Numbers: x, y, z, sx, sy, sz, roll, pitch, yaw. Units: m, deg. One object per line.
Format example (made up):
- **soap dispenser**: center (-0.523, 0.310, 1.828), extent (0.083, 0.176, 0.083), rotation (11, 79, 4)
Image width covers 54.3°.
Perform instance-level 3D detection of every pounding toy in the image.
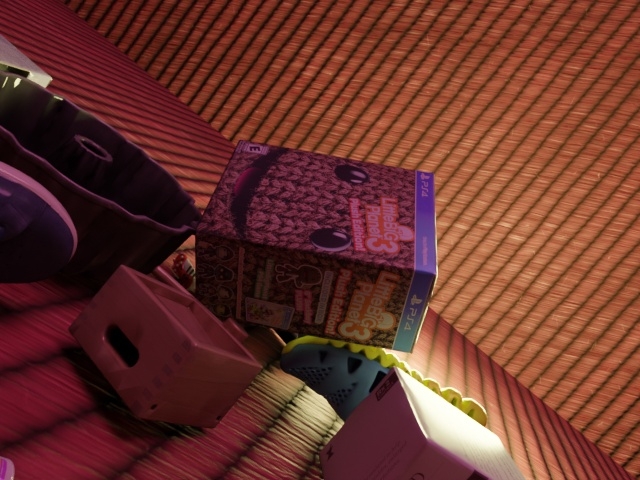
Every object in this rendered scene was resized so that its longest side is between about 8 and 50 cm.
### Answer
- **pounding toy**: center (-0.155, 0.109, 0.660), extent (0.181, 0.094, 0.206), rotation (38, -2, 30)

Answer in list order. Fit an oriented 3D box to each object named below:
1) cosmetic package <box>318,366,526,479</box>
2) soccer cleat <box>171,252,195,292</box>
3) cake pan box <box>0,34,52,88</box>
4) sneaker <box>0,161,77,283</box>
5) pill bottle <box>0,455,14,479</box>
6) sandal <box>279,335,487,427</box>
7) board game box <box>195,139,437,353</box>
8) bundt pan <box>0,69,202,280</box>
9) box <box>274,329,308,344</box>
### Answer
- **cosmetic package**: center (0.119, 0.275, 0.703), extent (0.184, 0.151, 0.151), rotation (35, 10, -16)
- **soccer cleat**: center (-0.202, 0.050, 0.946), extent (0.035, 0.029, 0.083), rotation (43, 8, -40)
- **cake pan box**: center (-0.639, -0.353, 1.086), extent (0.267, 0.070, 0.246), rotation (39, 11, 2)
- **sneaker**: center (-0.332, -0.004, 0.436), extent (0.350, 0.131, 0.148), rotation (21, 26, -46)
- **pill bottle**: center (-0.227, 0.137, 0.360), extent (0.083, 0.043, 0.043), rotation (33, 11, -31)
- **sandal**: center (0.082, 0.234, 0.857), extent (0.317, 0.138, 0.126), rotation (29, -25, -9)
- **board game box**: center (0.000, 0.000, 0.853), extent (0.291, 0.141, 0.232), rotation (10, 38, 1)
- **bundt pan**: center (-0.314, -0.067, 0.775), extent (0.331, 0.124, 0.331), rotation (37, 10, -7)
- **box**: center (0.027, 0.059, 1.021), extent (0.184, 0.261, 0.103), rotation (44, -20, 27)
